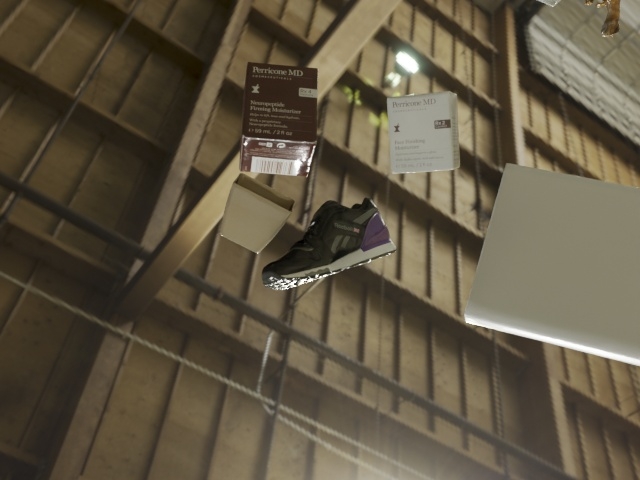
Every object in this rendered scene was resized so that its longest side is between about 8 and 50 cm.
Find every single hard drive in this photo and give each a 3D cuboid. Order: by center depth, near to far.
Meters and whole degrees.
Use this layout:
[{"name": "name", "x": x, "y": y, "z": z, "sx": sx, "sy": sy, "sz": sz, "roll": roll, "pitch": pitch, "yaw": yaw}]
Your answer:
[{"name": "hard drive", "x": 0.392, "y": 0.039, "z": 1.043, "sx": 0.353, "sy": 0.047, "sz": 0.233, "roll": 13, "pitch": -108, "yaw": 18}]

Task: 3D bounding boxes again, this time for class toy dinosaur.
[{"name": "toy dinosaur", "x": 0.468, "y": -0.430, "z": 1.251, "sx": 0.112, "sy": 0.211, "sz": 0.064, "roll": 16, "pitch": -163, "yaw": -4}]

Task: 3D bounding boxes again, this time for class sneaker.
[{"name": "sneaker", "x": 0.000, "y": 0.000, "z": 1.375, "sx": 0.283, "sy": 0.107, "sz": 0.124, "roll": -17, "pitch": -94, "yaw": -42}]

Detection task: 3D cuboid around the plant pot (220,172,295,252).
[{"name": "plant pot", "x": -0.115, "y": -0.042, "z": 1.358, "sx": 0.109, "sy": 0.096, "sz": 0.109, "roll": 27, "pitch": -167, "yaw": -5}]

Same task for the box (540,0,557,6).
[{"name": "box", "x": 0.413, "y": -0.639, "z": 1.450, "sx": 0.215, "sy": 0.345, "sz": 0.168, "roll": 27, "pitch": -149, "yaw": 12}]

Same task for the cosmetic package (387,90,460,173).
[{"name": "cosmetic package", "x": 0.251, "y": -0.259, "z": 1.920, "sx": 0.151, "sy": 0.151, "sz": 0.183, "roll": -27, "pitch": -67, "yaw": -72}]

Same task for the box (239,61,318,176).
[{"name": "box", "x": -0.098, "y": -0.276, "z": 1.841, "sx": 0.169, "sy": 0.167, "sz": 0.203, "roll": 3, "pitch": -114, "yaw": -6}]
